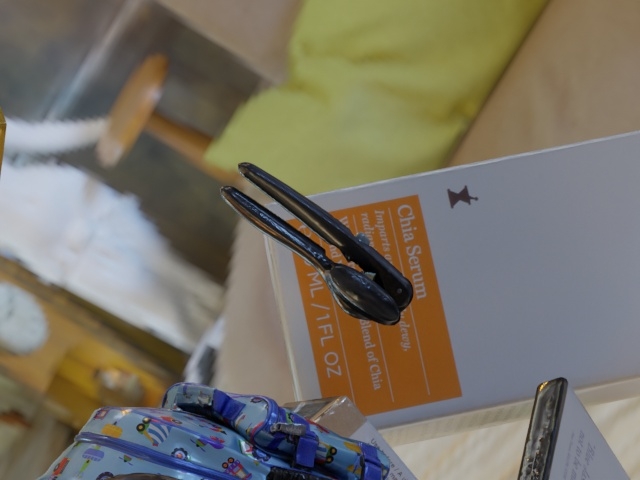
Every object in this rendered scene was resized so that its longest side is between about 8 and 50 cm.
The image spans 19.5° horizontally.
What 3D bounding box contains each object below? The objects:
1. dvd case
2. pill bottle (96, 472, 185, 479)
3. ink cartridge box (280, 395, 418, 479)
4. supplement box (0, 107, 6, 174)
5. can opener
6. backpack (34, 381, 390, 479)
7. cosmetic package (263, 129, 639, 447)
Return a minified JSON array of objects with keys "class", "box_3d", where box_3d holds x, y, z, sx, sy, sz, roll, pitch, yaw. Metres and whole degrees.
[{"class":"dvd case","box_3d":[0.180,0.226,1.070,0.022,0.253,0.180,-21,27,28]},{"class":"pill bottle","box_3d":[-0.082,0.166,0.839,0.122,0.123,0.219,-63,1,-9]},{"class":"ink cartridge box","box_3d":[0.039,0.238,1.480,0.088,0.234,0.193,-40,5,-16]},{"class":"supplement box","box_3d":[-0.417,-0.108,1.752,0.191,0.194,0.129,-119,33,-44]},{"class":"can opener","box_3d":[0.000,0.000,1.535,0.059,0.186,0.073,-47,-4,-14]},{"class":"backpack","box_3d":[-0.070,0.142,1.075,0.158,0.173,0.116,-1,66,62]},{"class":"cosmetic package","box_3d":[0.187,0.046,1.726,0.161,0.453,0.230,90,168,-77]}]
